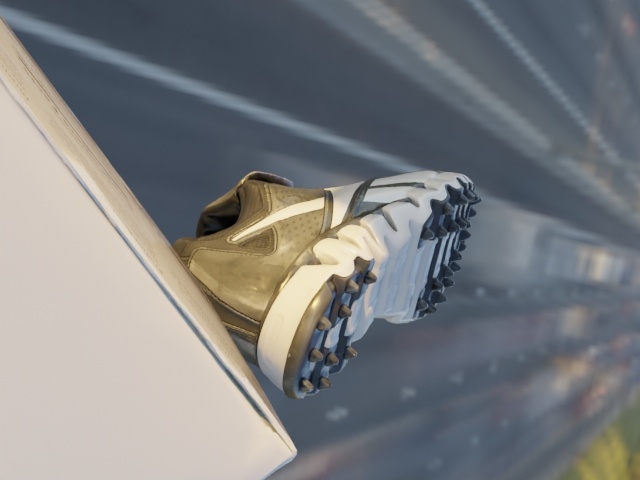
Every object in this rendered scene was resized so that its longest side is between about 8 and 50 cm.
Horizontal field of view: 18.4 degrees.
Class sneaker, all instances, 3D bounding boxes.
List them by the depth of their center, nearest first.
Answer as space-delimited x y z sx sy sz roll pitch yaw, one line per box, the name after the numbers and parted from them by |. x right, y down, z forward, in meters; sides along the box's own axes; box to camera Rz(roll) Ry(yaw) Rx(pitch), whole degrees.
0.000 0.000 0.944 0.234 0.106 0.078 -31 141 -61 | sneaker

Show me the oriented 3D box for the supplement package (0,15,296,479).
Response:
-0.172 0.017 0.713 0.262 0.204 0.145 56 -1 -33 | supplement package
